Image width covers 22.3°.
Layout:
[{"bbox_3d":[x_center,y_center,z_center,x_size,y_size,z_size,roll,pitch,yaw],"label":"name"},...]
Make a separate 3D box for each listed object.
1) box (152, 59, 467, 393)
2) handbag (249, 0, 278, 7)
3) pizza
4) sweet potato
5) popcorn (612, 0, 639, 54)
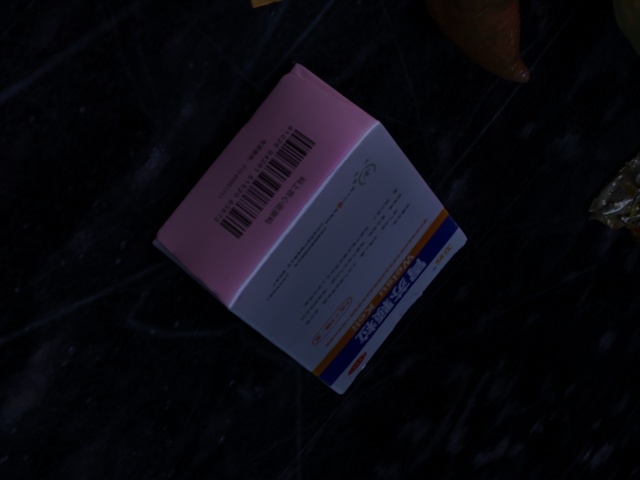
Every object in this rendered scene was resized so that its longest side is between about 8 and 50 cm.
[{"bbox_3d":[0.000,0.000,1.464,0.200,0.106,0.299,-51,152,-3],"label":"box"},{"bbox_3d":[-0.035,-0.224,1.243,0.061,0.027,0.083,-25,138,-44],"label":"handbag"},{"bbox_3d":[0.439,-0.065,2.141,0.147,0.069,0.226,-58,153,10],"label":"pizza"},{"bbox_3d":[0.138,-0.264,1.406,0.106,0.095,0.354,-3,139,0],"label":"sweet potato"},{"bbox_3d":[0.437,-0.289,1.662,0.312,0.312,0.312,-39,149,-29],"label":"popcorn"}]
